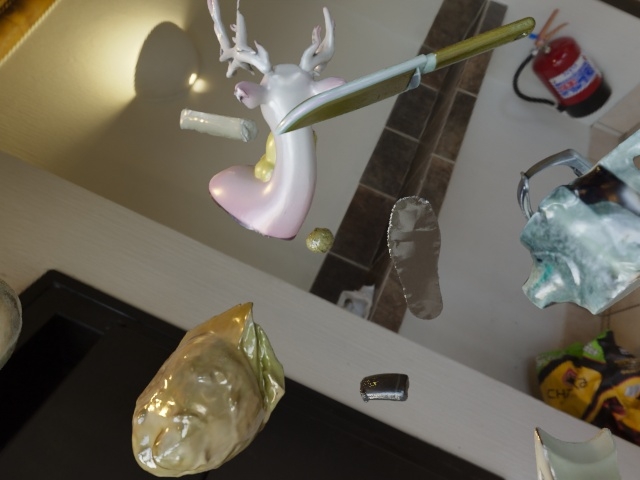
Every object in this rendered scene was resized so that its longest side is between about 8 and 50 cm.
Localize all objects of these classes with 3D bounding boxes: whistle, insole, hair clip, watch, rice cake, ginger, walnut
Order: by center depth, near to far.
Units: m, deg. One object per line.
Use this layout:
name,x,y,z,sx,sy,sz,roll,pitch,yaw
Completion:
ginger,-0.123,0.150,0.391,0.193,0.115,0.123,-37,-5,42
whistle,0.467,-0.051,0.650,0.188,0.168,0.404,-16,-35,-30
hair clip,0.522,0.512,0.831,0.282,0.173,0.113,-96,13,-51
insole,0.210,0.049,0.951,0.007,0.111,0.327,-67,-33,-54
watch,0.562,-0.103,1.030,0.193,0.206,0.068,-51,6,29
rice cake,-0.259,-0.287,1.094,0.052,0.256,0.057,24,-94,-56
walnut,0.000,0.000,1.340,0.092,0.092,0.092,25,-90,-90

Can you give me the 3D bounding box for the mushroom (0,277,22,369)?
mushroom,-0.656,0.139,0.732,0.254,0.234,0.260,-2,-86,-47

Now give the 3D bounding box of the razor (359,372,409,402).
razor,0.194,0.446,1.336,0.090,0.148,0.054,-62,-43,-56

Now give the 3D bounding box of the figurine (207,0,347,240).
figurine,-0.084,-0.208,0.689,0.284,0.207,0.315,-111,36,-45

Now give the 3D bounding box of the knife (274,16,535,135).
knife,0.104,-0.192,0.524,0.343,0.027,0.061,-23,-9,-9
